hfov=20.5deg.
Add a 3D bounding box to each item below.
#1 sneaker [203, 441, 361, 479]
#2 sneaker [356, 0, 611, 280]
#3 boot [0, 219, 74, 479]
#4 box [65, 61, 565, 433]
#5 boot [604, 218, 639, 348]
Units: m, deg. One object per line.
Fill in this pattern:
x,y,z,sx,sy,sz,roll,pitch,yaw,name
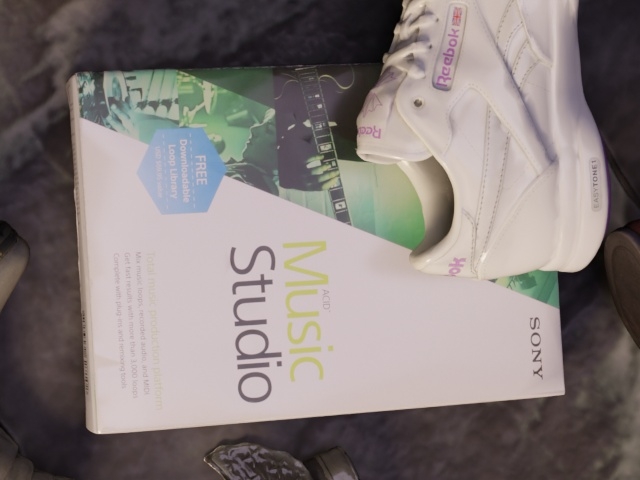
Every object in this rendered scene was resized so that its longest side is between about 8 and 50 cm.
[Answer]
-0.005,0.203,1.172,0.089,0.051,0.170,-21,90,-13,sneaker
0.090,-0.122,1.108,0.152,0.114,0.305,-10,89,-16,sneaker
-0.214,0.123,1.114,0.161,0.083,0.246,34,87,-18,boot
0.000,0.000,1.169,0.322,0.058,0.232,-4,90,-16,box
0.362,0.011,1.240,0.280,0.096,0.264,-45,99,-11,boot
